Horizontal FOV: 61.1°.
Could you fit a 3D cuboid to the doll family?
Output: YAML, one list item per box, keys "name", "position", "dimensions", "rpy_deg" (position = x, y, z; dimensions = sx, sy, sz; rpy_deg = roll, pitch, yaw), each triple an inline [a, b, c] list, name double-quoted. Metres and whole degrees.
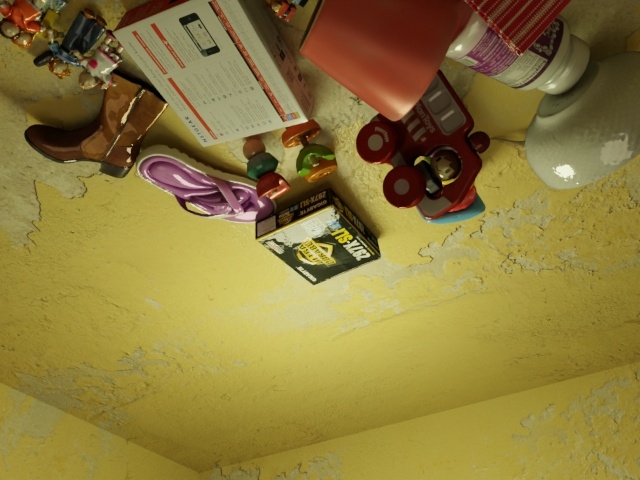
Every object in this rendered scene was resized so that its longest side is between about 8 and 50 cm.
- name: "doll family"
  position: [-0.543, -0.428, 1.138]
  dimensions: [0.163, 0.118, 0.263]
  rpy_deg: [-43, 132, 16]

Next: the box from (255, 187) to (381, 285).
- name: "box"
  position: [0.000, 0.000, 1.627]
  dimensions: [0.257, 0.080, 0.322]
  rpy_deg: [-25, 141, 19]

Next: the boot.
- name: "boot"
  position: [-0.536, -0.288, 1.295]
  dimensions: [0.264, 0.096, 0.280]
  rpy_deg: [23, 131, -25]

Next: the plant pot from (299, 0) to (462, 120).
- name: "plant pot"
  position: [0.104, -0.416, 1.083]
  dimensions: [0.243, 0.275, 0.275]
  rpy_deg: [23, 133, -12]

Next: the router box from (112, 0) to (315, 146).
- name: "router box"
  position: [-0.219, -0.375, 1.172]
  dimensions: [0.300, 0.082, 0.336]
  rpy_deg: [-7, 140, 26]

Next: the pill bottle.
- name: "pill bottle"
  position: [0.406, -0.418, 1.138]
  dimensions: [0.301, 0.169, 0.169]
  rpy_deg: [16, 135, -20]

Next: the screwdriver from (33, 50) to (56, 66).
- name: "screwdriver"
  position: [-0.565, -0.428, 1.198]
  dimensions: [0.169, 0.024, 0.025]
  rpy_deg: [-25, 105, 14]

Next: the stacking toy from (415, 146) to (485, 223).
- name: "stacking toy"
  position: [0.325, -0.209, 1.401]
  dimensions: [0.175, 0.166, 0.302]
  rpy_deg: [-11, 127, -1]

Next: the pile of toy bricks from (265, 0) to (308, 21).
- name: "pile of toy bricks"
  position: [-0.063, -0.530, 1.020]
  dimensions: [0.105, 0.118, 0.212]
  rpy_deg: [8, 140, -41]

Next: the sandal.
- name: "sandal"
  position: [-0.307, -0.116, 1.471]
  dimensions: [0.416, 0.102, 0.169]
  rpy_deg: [22, 134, -33]

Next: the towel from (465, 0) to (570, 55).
- name: "towel"
  position: [0.334, -0.503, 0.999]
  dimensions: [0.275, 0.031, 0.199]
  rpy_deg: [43, 87, -7]

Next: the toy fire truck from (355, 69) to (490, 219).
- name: "toy fire truck"
  position: [0.251, -0.218, 1.277]
  dimensions: [0.253, 0.302, 0.169]
  rpy_deg: [-36, 167, 28]

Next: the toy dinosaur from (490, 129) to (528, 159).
- name: "toy dinosaur"
  position: [0.546, -0.250, 1.420]
  dimensions: [0.183, 0.053, 0.093]
  rpy_deg: [15, 137, -18]

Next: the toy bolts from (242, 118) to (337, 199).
- name: "toy bolts"
  position: [-0.084, -0.223, 1.398]
  dimensions: [0.228, 0.159, 0.218]
  rpy_deg: [-28, 173, 13]

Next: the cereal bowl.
- name: "cereal bowl"
  position: [0.587, -0.284, 1.194]
  dimensions: [0.141, 0.339, 0.339]
  rpy_deg: [38, 127, -15]
